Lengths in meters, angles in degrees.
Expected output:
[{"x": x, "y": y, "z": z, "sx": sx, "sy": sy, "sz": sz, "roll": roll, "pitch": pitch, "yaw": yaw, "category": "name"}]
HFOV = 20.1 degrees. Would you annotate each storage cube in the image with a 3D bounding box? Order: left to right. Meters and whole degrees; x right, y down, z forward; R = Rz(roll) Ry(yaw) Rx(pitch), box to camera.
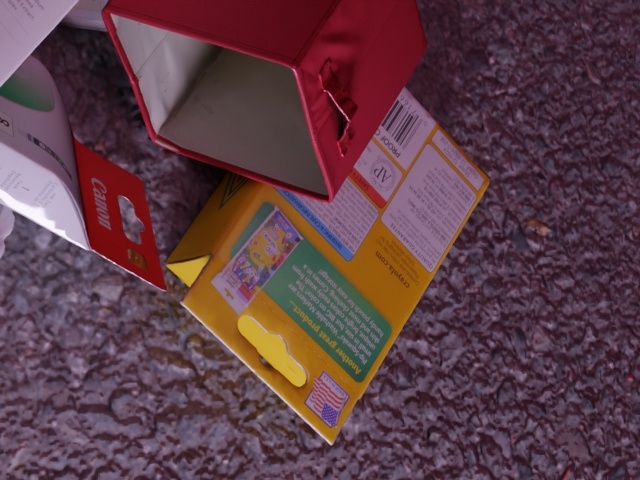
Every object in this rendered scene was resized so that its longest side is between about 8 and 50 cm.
[{"x": -0.038, "y": -0.179, "z": 1.540, "sx": 0.193, "sy": 0.215, "sz": 0.184, "roll": -59, "pitch": 153, "yaw": -27, "category": "storage cube"}]

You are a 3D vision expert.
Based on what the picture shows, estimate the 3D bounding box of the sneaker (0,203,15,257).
[{"x": -0.338, "y": 0.026, "z": 1.381, "sx": 0.115, "sy": 0.105, "sz": 0.281, "roll": 47, "pitch": 59, "yaw": -21, "category": "sneaker"}]

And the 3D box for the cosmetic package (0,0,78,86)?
[{"x": -0.241, "y": -0.269, "z": 1.373, "sx": 0.365, "sy": 0.197, "sz": 0.155, "roll": -51, "pitch": 121, "yaw": -22, "category": "cosmetic package"}]

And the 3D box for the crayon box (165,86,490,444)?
[{"x": 0.000, "y": 0.000, "z": 1.651, "sx": 0.203, "sy": 0.083, "sz": 0.323, "roll": 46, "pitch": 59, "yaw": -23, "category": "crayon box"}]

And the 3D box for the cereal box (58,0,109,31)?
[{"x": -0.253, "y": -0.273, "z": 1.521, "sx": 0.240, "sy": 0.047, "sz": 0.173, "roll": 5, "pitch": 83, "yaw": -37, "category": "cereal box"}]

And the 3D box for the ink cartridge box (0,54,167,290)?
[{"x": -0.210, "y": -0.072, "z": 1.458, "sx": 0.224, "sy": 0.056, "sz": 0.181, "roll": 29, "pitch": 23, "yaw": -28, "category": "ink cartridge box"}]
